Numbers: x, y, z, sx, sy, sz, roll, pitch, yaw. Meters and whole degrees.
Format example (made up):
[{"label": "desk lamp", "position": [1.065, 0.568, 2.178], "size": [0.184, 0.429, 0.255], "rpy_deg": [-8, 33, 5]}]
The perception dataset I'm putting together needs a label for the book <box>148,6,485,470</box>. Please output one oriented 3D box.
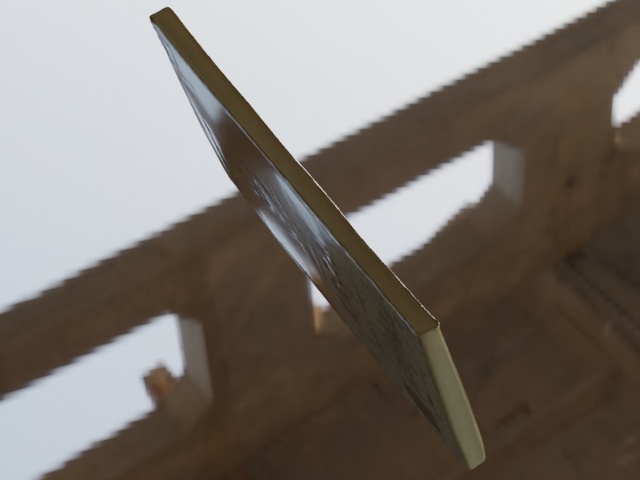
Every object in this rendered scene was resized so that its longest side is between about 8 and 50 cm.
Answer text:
[{"label": "book", "position": [0.000, 0.000, 0.699], "size": [0.012, 0.118, 0.172], "rpy_deg": [-35, -121, -7]}]
